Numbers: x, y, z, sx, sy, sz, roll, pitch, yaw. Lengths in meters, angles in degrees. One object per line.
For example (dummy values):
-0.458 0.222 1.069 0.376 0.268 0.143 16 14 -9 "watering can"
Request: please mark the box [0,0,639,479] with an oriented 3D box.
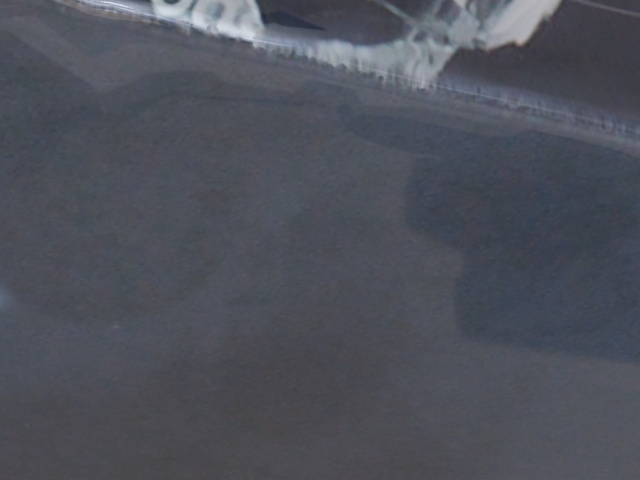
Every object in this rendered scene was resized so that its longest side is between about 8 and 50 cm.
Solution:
-0.008 -0.125 0.646 0.480 0.472 0.297 11 139 -16 "box"
